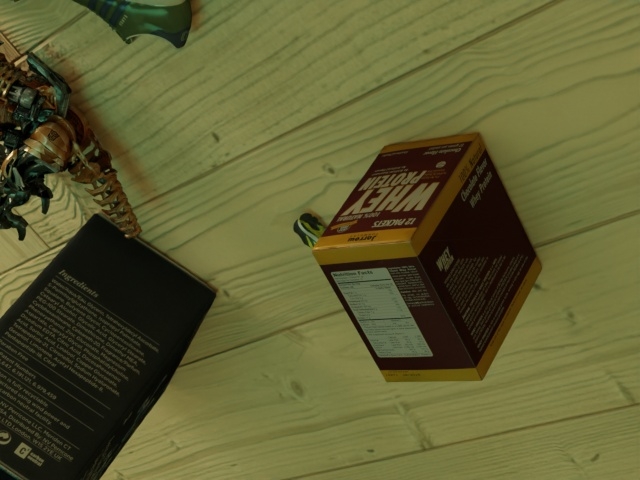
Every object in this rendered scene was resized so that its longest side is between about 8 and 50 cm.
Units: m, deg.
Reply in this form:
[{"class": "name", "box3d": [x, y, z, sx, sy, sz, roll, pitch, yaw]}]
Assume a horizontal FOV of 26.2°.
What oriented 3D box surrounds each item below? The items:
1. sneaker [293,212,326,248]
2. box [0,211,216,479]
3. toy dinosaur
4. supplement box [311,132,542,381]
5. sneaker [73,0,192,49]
[{"class": "sneaker", "box3d": [0.000, 0.000, 1.704, 0.083, 0.031, 0.035, 48, 152, -9]}, {"class": "box", "box3d": [-0.358, 0.214, 1.871, 0.212, 0.395, 0.293, 33, 141, 2]}, {"class": "toy dinosaur", "box3d": [-0.369, -0.118, 1.763, 0.218, 0.164, 0.322, -43, 77, 33]}, {"class": "supplement box", "box3d": [0.122, 0.020, 1.507, 0.129, 0.191, 0.194, -5, 126, 38]}, {"class": "sneaker", "box3d": [-0.233, -0.264, 1.576, 0.192, 0.064, 0.086, 12, 130, 21]}]
